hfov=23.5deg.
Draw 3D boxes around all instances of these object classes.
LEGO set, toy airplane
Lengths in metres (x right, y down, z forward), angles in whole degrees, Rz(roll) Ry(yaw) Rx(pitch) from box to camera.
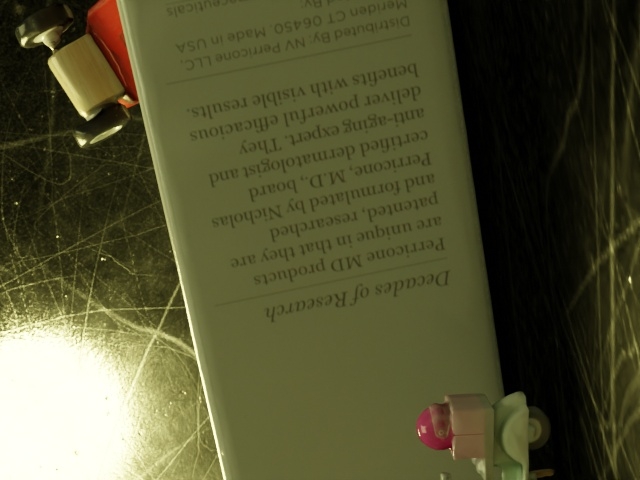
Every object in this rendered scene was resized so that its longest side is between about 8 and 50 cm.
[{"bbox_3d":[0.066,0.147,0.574,0.287,0.107,0.132,-121,20,-85],"label":"LEGO set"},{"bbox_3d":[-0.091,-0.250,1.462,0.384,0.272,0.386,28,132,36],"label":"toy airplane"}]

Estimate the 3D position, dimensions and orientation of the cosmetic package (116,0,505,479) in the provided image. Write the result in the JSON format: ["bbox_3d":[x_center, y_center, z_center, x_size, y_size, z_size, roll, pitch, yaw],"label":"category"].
[{"bbox_3d":[0.000,0.000,0.882,0.230,0.161,0.453,-107,6,-69],"label":"cosmetic package"}]
